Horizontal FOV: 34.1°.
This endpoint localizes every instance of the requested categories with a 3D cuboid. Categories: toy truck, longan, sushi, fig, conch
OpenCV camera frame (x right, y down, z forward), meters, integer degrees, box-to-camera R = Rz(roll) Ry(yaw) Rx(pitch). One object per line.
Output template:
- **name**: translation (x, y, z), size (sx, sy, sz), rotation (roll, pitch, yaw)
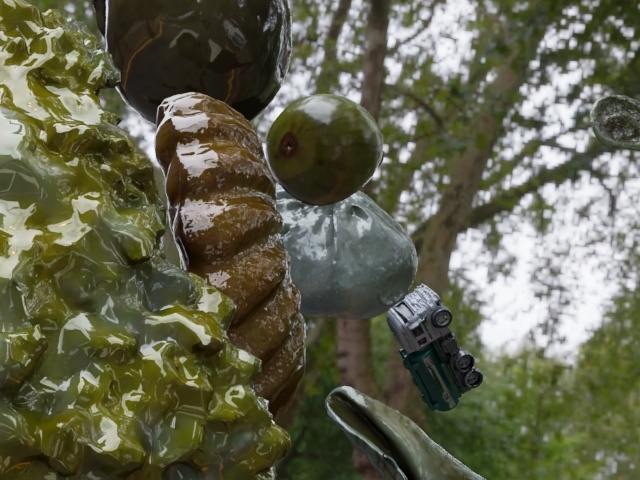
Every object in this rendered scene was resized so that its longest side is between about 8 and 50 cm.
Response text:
- **toy truck**: translation (0.074, 0.073, 0.694), size (0.083, 0.044, 0.039), rotation (61, -4, -27)
- **longan**: translation (-0.190, -0.316, 1.563), size (0.318, 0.319, 0.319), rotation (11, -21, 4)
- **sushi**: translation (-0.195, 0.069, 0.652), size (0.240, 0.397, 0.351), rotation (-24, -19, -24)
- **fig**: translation (0.017, -0.108, 1.334), size (0.186, 0.142, 0.148), rotation (27, 8, -44)
- **conch**: translation (0.147, 0.286, 0.893), size (0.386, 0.203, 0.170), rotation (26, -60, 6)

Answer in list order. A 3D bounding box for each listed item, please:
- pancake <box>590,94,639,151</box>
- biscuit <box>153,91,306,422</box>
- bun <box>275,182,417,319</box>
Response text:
- **pancake**: translation (0.443, -0.171, 1.518), size (0.108, 0.108, 0.017), rotation (11, -30, 4)
- **biscuit**: translation (-0.082, 0.026, 0.942), size (0.107, 0.326, 0.326), rotation (-8, -19, -9)
- **bun**: translation (0.006, 0.001, 1.796), size (0.354, 0.194, 0.354), rotation (8, 22, -3)
